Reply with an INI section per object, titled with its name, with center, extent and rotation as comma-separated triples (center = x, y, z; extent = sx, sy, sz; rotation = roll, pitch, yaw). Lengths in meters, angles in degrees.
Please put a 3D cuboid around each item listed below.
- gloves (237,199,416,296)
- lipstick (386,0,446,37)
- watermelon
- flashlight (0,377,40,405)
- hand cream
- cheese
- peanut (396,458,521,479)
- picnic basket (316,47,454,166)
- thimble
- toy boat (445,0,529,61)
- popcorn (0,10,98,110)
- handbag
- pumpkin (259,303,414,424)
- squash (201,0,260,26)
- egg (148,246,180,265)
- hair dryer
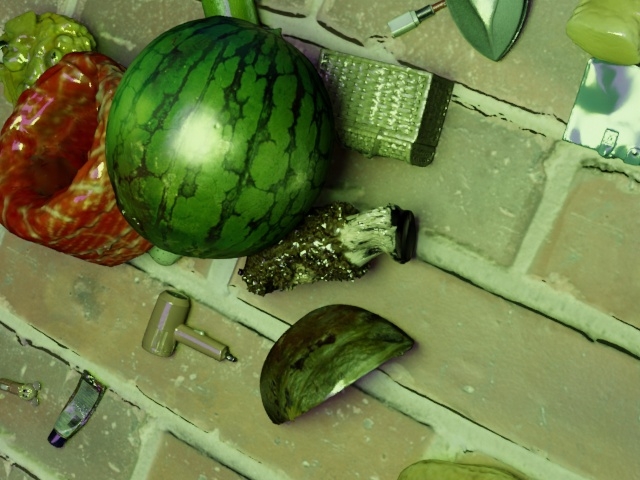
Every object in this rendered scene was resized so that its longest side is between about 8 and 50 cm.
[gloves]
center = 0.003, 0.006, 1.399
extent = 0.312, 0.210, 0.135
rotation = -15, 101, 14
[lipstick]
center = 0.164, -0.370, 1.411
extent = 0.107, 0.025, 0.025
rotation = -23, 83, 15
[watermelon]
center = -0.143, -0.148, 1.255
extent = 0.363, 0.363, 0.363
rotation = 0, 91, 22
[flashlight]
center = -0.615, 0.300, 1.732
extent = 0.110, 0.031, 0.052
rotation = 10, 95, 22
[hand cream]
center = -0.479, 0.333, 1.680
extent = 0.062, 0.039, 0.163
rotation = 37, 98, 19
[cheese]
center = 0.446, -0.344, 1.231
extent = 0.123, 0.094, 0.167
rotation = 33, 80, 21
[peanut]
center = 0.242, 0.419, 1.343
extent = 0.253, 0.122, 0.137
rotation = 3, 101, 18
[picnic basket]
center = 0.090, -0.208, 1.386
extent = 0.196, 0.134, 0.154
rotation = 17, 99, 21
[thimble]
center = -0.387, -0.134, 1.482
extent = 0.350, 0.230, 0.350
rotation = -12, 67, 31
[toy boat]
center = 0.254, -0.439, 1.342
extent = 0.141, 0.092, 0.320
rotation = -7, 95, 21
[popcorn]
center = -0.519, -0.325, 1.610
extent = 0.189, 0.169, 0.218
rotation = 39, 100, 17
[handbag]
center = 0.486, -0.178, 1.271
extent = 0.221, 0.057, 0.144
rotation = 21, 103, 20
[pumpkin]
center = -0.017, 0.199, 1.413
extent = 0.312, 0.169, 0.148
rotation = -36, 80, 18
[squash]
center = -0.174, -0.484, 1.506
extent = 0.101, 0.101, 0.379
rotation = -10, 90, 22
[egg]
center = -0.280, -0.008, 1.564
extent = 0.085, 0.085, 0.110
rotation = 1, 99, 22
[hair dryer]
center = -0.231, 0.175, 1.566
extent = 0.181, 0.064, 0.117
rotation = 24, 98, 12
